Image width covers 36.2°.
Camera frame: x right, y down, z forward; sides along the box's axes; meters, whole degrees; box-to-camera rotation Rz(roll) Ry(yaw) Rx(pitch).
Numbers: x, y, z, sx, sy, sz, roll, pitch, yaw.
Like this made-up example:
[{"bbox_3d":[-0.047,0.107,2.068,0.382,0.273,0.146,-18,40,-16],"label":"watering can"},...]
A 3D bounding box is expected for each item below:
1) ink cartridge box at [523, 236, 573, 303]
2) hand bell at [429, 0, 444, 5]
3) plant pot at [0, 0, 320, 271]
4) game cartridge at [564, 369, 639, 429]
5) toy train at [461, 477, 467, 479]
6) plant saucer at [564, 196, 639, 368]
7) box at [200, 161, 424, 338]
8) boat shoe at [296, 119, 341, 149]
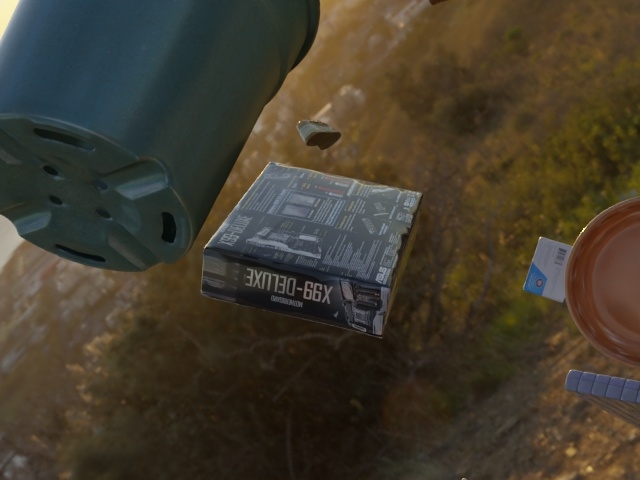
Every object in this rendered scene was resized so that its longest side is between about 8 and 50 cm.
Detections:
[{"bbox_3d":[0.471,0.068,1.779,0.060,0.180,0.104,1,-73,-78],"label":"ink cartridge box"},{"bbox_3d":[0.239,-0.375,1.240,0.242,0.126,0.126,-30,23,19],"label":"hand bell"},{"bbox_3d":[-0.204,-0.168,1.057,0.341,0.341,0.334,-23,40,45],"label":"plant pot"},{"bbox_3d":[0.703,0.357,2.016,0.230,0.355,0.068,-4,62,54],"label":"game cartridge"},{"bbox_3d":[0.316,0.521,1.876,0.046,0.125,0.166,-47,-4,-5],"label":"toy train"},{"bbox_3d":[0.378,0.047,1.105,0.200,0.200,0.037,-38,-3,15],"label":"plant saucer"},{"bbox_3d":[0.000,0.000,1.345,0.307,0.243,0.076,-63,-17,-61],"label":"box"},{"bbox_3d":[-0.002,-0.197,1.779,0.050,0.045,0.135,-42,-13,14],"label":"boat shoe"}]
